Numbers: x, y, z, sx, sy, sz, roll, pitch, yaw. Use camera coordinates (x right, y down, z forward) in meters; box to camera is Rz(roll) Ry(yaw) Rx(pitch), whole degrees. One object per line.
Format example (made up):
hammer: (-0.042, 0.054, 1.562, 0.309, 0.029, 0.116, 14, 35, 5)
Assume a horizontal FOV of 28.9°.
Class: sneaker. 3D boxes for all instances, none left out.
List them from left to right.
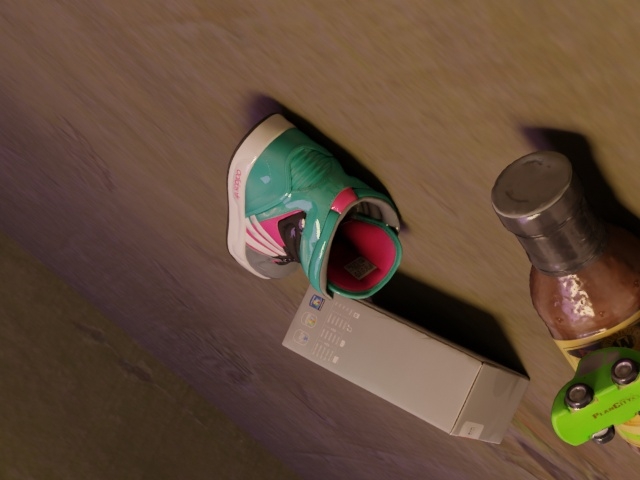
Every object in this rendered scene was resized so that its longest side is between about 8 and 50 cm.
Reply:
sneaker: (0.000, 0.000, 1.325, 0.178, 0.124, 0.295, 40, 162, 17)

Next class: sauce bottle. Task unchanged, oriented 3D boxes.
sauce bottle: (0.245, 0.062, 1.055, 0.111, 0.111, 0.344, 13, 152, 48)

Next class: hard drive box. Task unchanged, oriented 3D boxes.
hard drive box: (0.101, 0.140, 1.437, 0.232, 0.089, 0.181, 25, 180, 29)

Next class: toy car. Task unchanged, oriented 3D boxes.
toy car: (0.279, 0.086, 0.975, 0.239, 0.225, 0.053, 50, -163, -37)
